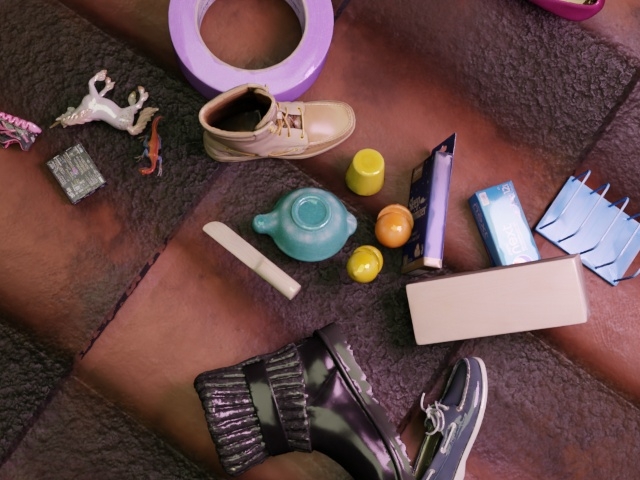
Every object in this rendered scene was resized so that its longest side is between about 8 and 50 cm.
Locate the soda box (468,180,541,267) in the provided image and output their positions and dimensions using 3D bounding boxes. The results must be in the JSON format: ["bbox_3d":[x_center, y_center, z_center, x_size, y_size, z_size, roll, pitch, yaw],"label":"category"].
[{"bbox_3d":[0.320,0.012,1.571,0.067,0.071,0.210,-18,83,-5],"label":"soda box"}]

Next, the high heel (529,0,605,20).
[{"bbox_3d":[0.313,-0.494,1.582,0.377,0.181,0.127,24,104,-1],"label":"high heel"}]

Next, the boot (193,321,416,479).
[{"bbox_3d":[-0.025,0.323,1.462,0.260,0.131,0.348,-24,73,-15],"label":"boot"}]

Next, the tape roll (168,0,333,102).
[{"bbox_3d":[-0.118,-0.363,1.584,0.275,0.090,0.274,1,82,-4],"label":"tape roll"}]

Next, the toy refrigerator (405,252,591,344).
[{"bbox_3d":[0.284,0.094,1.489,0.270,0.094,0.102,-11,90,22],"label":"toy refrigerator"}]

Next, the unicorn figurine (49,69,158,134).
[{"bbox_3d":[-0.363,-0.223,1.554,0.162,0.060,0.111,19,70,7],"label":"unicorn figurine"}]

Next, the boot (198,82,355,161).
[{"bbox_3d":[-0.065,-0.196,1.503,0.262,0.203,0.095,-7,83,-4],"label":"boot"}]

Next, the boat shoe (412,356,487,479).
[{"bbox_3d":[0.201,0.306,1.509,0.079,0.095,0.254,17,89,-13],"label":"boat shoe"}]

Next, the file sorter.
[{"bbox_3d":[0.476,-0.024,1.573,0.170,0.104,0.118,36,80,2],"label":"file sorter"}]

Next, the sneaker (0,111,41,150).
[{"bbox_3d":[-0.529,-0.184,1.548,0.119,0.047,0.057,20,92,0],"label":"sneaker"}]

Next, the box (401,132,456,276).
[{"bbox_3d":[0.177,-0.059,1.537,0.037,0.136,0.225,10,80,-9],"label":"box"}]

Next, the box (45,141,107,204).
[{"bbox_3d":[-0.407,-0.112,1.556,0.067,0.018,0.083,-35,86,-9],"label":"box"}]

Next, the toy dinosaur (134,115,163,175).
[{"bbox_3d":[-0.285,-0.149,1.546,0.047,0.090,0.082,1,37,-15],"label":"toy dinosaur"}]

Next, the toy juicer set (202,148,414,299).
[{"bbox_3d":[0.000,0.000,1.529,0.329,0.089,0.209,-27,72,-14],"label":"toy juicer set"}]
